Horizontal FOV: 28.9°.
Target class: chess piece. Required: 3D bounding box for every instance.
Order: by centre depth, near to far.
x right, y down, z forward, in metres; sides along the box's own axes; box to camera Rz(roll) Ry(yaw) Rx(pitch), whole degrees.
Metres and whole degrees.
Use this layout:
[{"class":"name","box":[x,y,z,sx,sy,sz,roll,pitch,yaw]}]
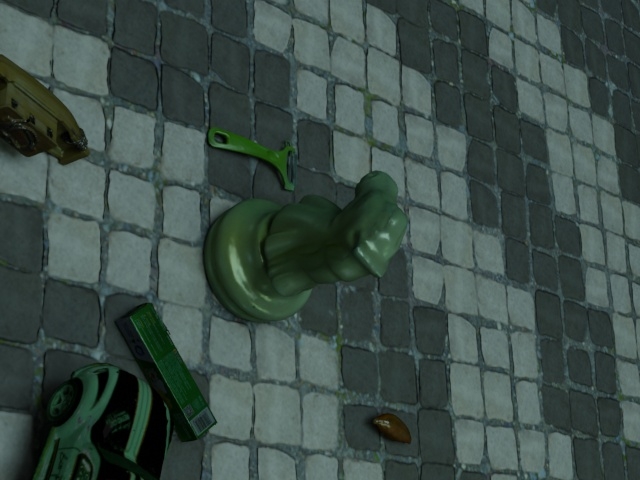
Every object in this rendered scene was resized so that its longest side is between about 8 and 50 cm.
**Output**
[{"class":"chess piece","box":[0.000,0.000,1.600,0.176,0.298,0.175,16,67,-41]}]

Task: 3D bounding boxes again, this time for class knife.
[{"class":"knife","box":[-0.092,-0.127,1.753,0.166,0.023,0.078,21,56,-42]}]

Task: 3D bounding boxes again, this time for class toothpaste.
[{"class":"toothpaste","box":[-0.190,0.164,1.534,0.043,0.037,0.178,-37,104,-43]}]

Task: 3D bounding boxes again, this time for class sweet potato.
[{"class":"sweet potato","box":[0.106,0.274,1.813,0.095,0.034,0.034,39,50,-44]}]

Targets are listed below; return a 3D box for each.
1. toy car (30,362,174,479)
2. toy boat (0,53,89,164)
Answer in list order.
[{"class":"toy car","box":[-0.236,0.274,1.325,0.136,0.125,0.305,39,55,-33]},{"class":"toy boat","box":[-0.340,-0.144,1.439,0.200,0.057,0.077,43,34,-54]}]
